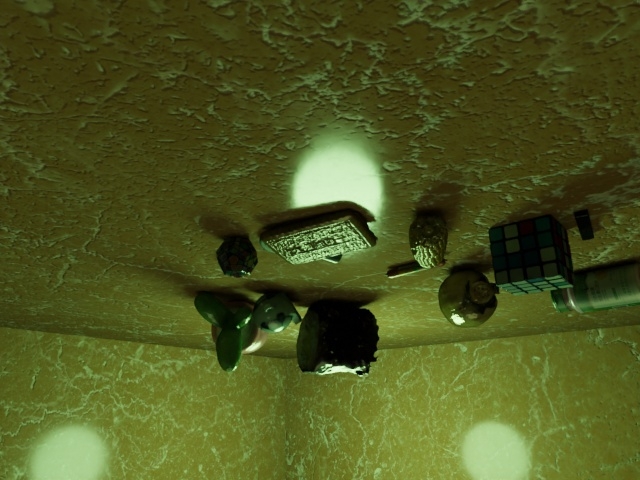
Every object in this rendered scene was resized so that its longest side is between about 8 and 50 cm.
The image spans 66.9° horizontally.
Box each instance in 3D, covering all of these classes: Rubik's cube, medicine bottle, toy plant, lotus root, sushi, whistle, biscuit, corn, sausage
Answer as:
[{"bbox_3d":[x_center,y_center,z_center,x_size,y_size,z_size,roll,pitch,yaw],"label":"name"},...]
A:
[{"bbox_3d":[-0.217,0.044,1.261,0.111,0.111,0.093,-14,130,33],"label":"Rubik's cube"},{"bbox_3d":[0.909,0.164,1.588,0.133,0.134,0.274,16,154,-40],"label":"medicine bottle"},{"bbox_3d":[0.526,0.043,1.207,0.154,0.151,0.155,-15,157,37],"label":"Rubik's cube"},{"bbox_3d":[-0.327,0.358,1.891,0.210,0.317,0.356,-28,160,0],"label":"toy plant"},{"bbox_3d":[0.473,0.202,1.606,0.182,0.183,0.310,-1,161,0],"label":"lotus root"},{"bbox_3d":[0.069,0.409,2.025,0.294,0.300,0.281,9,-174,-19],"label":"sushi"},{"bbox_3d":[-0.172,0.281,1.846,0.163,0.164,0.290,-3,160,5],"label":"whistle"},{"bbox_3d":[0.000,0.000,1.188,0.254,0.029,0.172,-15,148,23],"label":"biscuit"},{"bbox_3d":[0.266,0.010,1.194,0.091,0.091,0.260,31,171,21],"label":"corn"},{"bbox_3d":[0.290,0.084,1.489,0.223,0.030,0.029,-19,154,40],"label":"sausage"}]

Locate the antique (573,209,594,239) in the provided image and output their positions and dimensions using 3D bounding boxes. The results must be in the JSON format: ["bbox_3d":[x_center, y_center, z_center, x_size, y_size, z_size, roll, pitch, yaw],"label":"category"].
[{"bbox_3d":[0.648,-0.036,1.189,0.031,0.015,0.192,-11,158,30],"label":"antique"}]

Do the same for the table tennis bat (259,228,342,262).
[{"bbox_3d":[-0.045,0.018,1.280,0.244,0.040,0.153,16,152,-32],"label":"table tennis bat"}]
